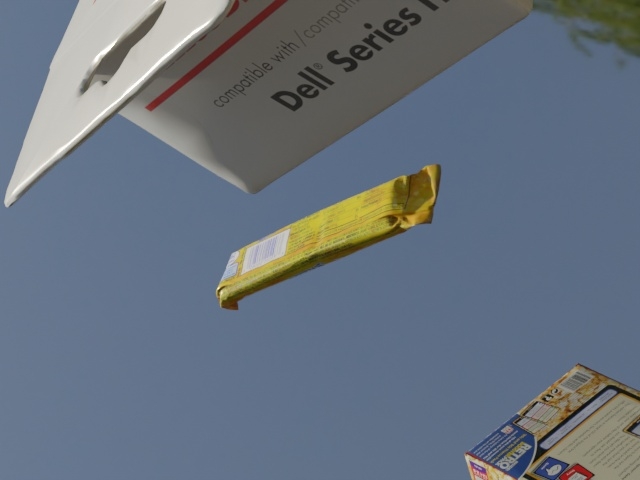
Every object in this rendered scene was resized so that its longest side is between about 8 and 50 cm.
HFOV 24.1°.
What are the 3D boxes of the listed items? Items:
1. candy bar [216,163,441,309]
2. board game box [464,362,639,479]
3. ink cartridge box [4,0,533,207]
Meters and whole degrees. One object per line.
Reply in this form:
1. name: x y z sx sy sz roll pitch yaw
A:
1. candy bar: 0.000 0.000 0.796 0.018 0.161 0.040 38 -132 -29
2. board game box: 0.240 0.187 1.248 0.146 0.193 0.045 -34 -57 -24
3. ink cartridge box: 0.004 -0.161 0.656 0.119 0.207 0.354 31 -124 -22
